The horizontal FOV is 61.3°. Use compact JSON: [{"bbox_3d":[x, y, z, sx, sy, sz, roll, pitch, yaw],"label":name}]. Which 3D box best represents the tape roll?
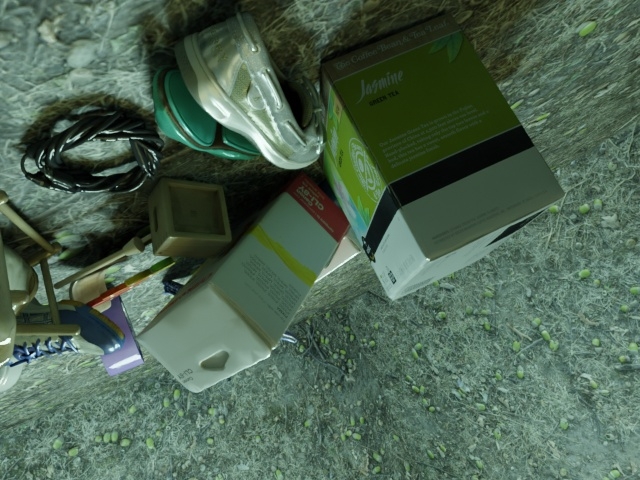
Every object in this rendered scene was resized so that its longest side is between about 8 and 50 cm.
[{"bbox_3d":[-0.487,0.218,1.278,0.080,0.189,0.189,-20,166,-18],"label":"tape roll"}]

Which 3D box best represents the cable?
[{"bbox_3d":[-0.283,-0.113,0.714,0.151,0.047,0.184,-34,162,15],"label":"cable"}]

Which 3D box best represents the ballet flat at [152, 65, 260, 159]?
[{"bbox_3d":[-0.159,-0.151,0.697,0.087,0.083,0.247,2,176,21],"label":"ballet flat"}]

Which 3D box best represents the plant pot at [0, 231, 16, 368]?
[{"bbox_3d":[-0.342,-0.037,0.315,0.334,0.305,0.334,-23,166,-6],"label":"plant pot"}]

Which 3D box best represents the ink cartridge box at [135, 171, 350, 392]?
[{"bbox_3d":[-0.138,0.072,1.058,0.279,0.160,0.384,-35,-166,38],"label":"ink cartridge box"}]

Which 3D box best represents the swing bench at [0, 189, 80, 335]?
[{"bbox_3d":[-0.515,0.075,0.758,0.255,0.165,0.253,-16,165,-14],"label":"swing bench"}]

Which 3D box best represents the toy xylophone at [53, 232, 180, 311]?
[{"bbox_3d":[-0.349,0.052,1.018,0.323,0.081,0.236,-28,-176,20],"label":"toy xylophone"}]

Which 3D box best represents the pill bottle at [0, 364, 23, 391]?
[{"bbox_3d":[-0.701,0.226,0.951,0.176,0.176,0.318,-28,166,13],"label":"pill bottle"}]

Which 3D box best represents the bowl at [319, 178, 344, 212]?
[{"bbox_3d":[0.174,-0.112,1.295,0.391,0.077,0.391,-12,161,-4],"label":"bowl"}]

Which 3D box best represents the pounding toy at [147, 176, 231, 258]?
[{"bbox_3d":[-0.225,-0.042,0.929,0.130,0.141,0.100,5,150,-37],"label":"pounding toy"}]

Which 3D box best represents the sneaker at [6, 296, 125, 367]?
[{"bbox_3d":[-0.484,0.173,0.937,0.297,0.131,0.111,7,135,18],"label":"sneaker"}]

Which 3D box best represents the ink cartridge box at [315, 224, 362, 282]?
[{"bbox_3d":[-0.016,0.066,1.215,0.275,0.060,0.239,-36,-164,38],"label":"ink cartridge box"}]

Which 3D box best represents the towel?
[{"bbox_3d":[-0.236,0.177,1.335,0.243,0.040,0.336,23,176,-33],"label":"towel"}]

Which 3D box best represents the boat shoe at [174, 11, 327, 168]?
[{"bbox_3d":[-0.055,-0.181,0.698,0.103,0.118,0.320,-25,161,17],"label":"boat shoe"}]

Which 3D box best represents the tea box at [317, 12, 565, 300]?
[{"bbox_3d":[0.158,-0.111,0.883,0.220,0.323,0.329,-24,166,-8],"label":"tea box"}]
